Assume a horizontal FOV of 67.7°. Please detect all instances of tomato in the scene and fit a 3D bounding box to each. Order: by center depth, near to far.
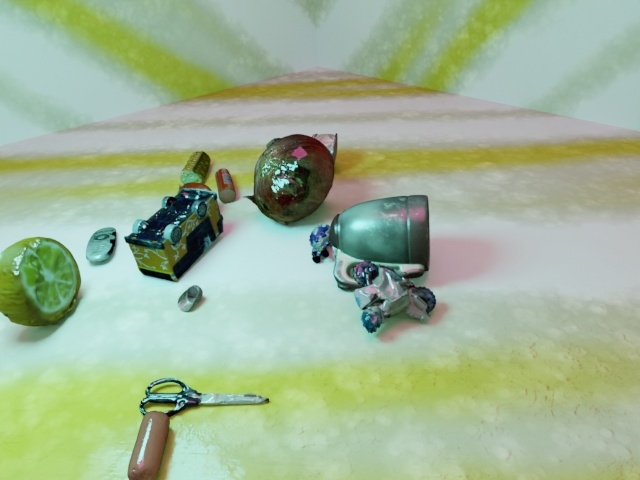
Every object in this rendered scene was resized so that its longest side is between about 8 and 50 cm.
[{"bbox_3d":[-0.484,-0.145,1.837,0.167,0.167,0.167,-3,32,2],"label":"tomato"}]

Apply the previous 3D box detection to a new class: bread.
[{"bbox_3d":[-0.572,-0.336,2.202,0.098,0.087,0.269,-4,33,2],"label":"bread"}]

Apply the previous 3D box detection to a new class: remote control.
[{"bbox_3d":[-0.783,0.013,1.713,0.098,0.045,0.256,-9,29,-10],"label":"remote control"}]

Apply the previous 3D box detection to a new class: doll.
[{"bbox_3d":[0.000,0.000,1.623,0.096,0.070,0.195,-29,31,19],"label":"doll"}]

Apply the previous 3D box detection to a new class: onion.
[{"bbox_3d":[-0.116,-0.229,1.778,0.354,0.353,0.353,-3,32,2],"label":"onion"}]

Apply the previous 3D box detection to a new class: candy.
[{"bbox_3d":[-0.796,0.115,1.354,0.118,0.259,0.260,-4,32,10],"label":"candy"}]

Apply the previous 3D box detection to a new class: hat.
[{"bbox_3d":[-0.383,0.175,1.420,0.058,0.042,0.087,15,71,27],"label":"hat"}]

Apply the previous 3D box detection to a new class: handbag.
[{"bbox_3d":[0.009,-0.393,2.145,0.117,0.179,0.205,9,40,6],"label":"handbag"}]

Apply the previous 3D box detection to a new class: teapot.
[{"bbox_3d":[0.177,0.017,1.466,0.312,0.233,0.314,-2,60,16],"label":"teapot"}]

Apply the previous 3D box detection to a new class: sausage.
[{"bbox_3d":[-0.353,0.426,0.985,0.062,0.062,0.154,-5,32,-1],"label":"sausage"},{"bbox_3d":[-0.415,-0.249,2.060,0.074,0.074,0.274,-11,33,-11],"label":"sausage"}]

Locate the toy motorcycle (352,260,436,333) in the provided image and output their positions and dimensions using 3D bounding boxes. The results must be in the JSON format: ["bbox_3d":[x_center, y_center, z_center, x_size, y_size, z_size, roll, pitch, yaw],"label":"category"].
[{"bbox_3d":[0.182,0.176,1.284,0.239,0.108,0.204,16,55,15],"label":"toy motorcycle"}]

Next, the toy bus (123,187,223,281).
[{"bbox_3d":[-0.474,-0.027,1.601,0.162,0.194,0.323,9,38,21],"label":"toy bus"}]

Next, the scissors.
[{"bbox_3d":[-0.268,0.368,1.108,0.300,0.022,0.109,-1,36,5],"label":"scissors"}]
